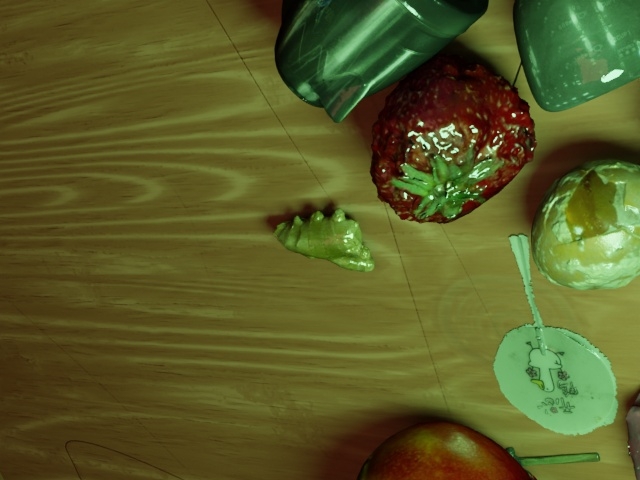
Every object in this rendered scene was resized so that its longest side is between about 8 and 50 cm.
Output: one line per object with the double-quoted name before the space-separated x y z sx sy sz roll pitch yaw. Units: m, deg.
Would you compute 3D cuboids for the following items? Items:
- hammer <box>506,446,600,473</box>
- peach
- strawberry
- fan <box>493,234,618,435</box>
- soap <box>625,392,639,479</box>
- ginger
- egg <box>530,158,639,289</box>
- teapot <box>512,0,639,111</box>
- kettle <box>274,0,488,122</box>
"hammer" 0.436 0.412 1.991 0.182 0.017 0.062 -12 111 37
"peach" 0.246 0.508 1.965 0.370 0.370 0.370 17 125 25
"strawberry" 0.198 -0.169 1.674 0.274 0.220 0.274 -7 143 -5
"fan" 0.389 0.176 1.878 0.233 0.012 0.415 -6 115 36
"soap" 0.640 0.325 1.750 0.250 0.099 0.162 -4 108 35
"ginger" 0.006 -0.007 1.979 0.205 0.081 0.115 17 158 15
"egg" 0.420 -0.020 1.617 0.233 0.195 0.195 -34 96 36
"teapot" 0.374 -0.355 1.432 0.305 0.223 0.285 -24 95 44
"kettle" 0.049 -0.368 1.637 0.324 0.228 0.321 -38 59 36
